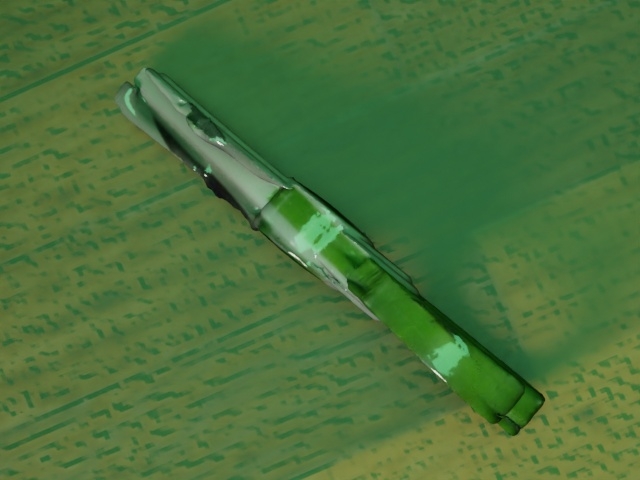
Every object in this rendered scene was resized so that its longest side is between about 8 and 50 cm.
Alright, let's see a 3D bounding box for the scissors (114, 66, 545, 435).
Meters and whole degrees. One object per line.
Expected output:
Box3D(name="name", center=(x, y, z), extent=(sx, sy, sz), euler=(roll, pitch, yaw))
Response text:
Box3D(name="scissors", center=(0.000, 0.000, 0.701), extent=(0.204, 0.101, 0.027), euler=(40, 90, 20))
